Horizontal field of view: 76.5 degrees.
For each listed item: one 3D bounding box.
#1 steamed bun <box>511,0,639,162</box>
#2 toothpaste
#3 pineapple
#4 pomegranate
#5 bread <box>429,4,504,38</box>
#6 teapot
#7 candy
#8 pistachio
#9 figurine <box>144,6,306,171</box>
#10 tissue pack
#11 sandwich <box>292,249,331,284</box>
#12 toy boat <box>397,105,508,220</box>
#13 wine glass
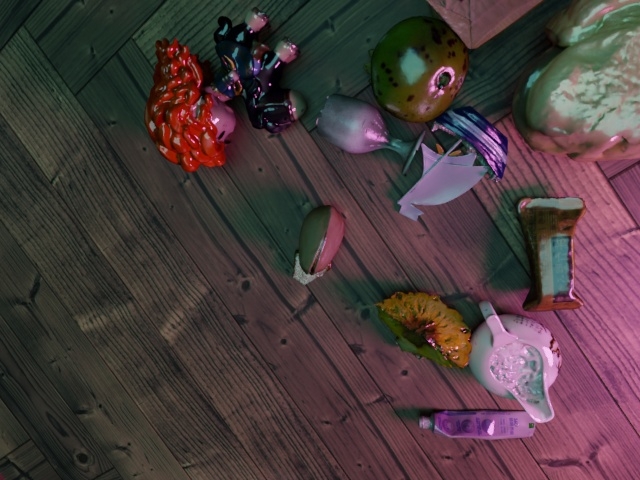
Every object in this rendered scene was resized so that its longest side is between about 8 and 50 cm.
[{"bbox_3d":[0.573,-0.323,0.777,0.324,0.230,0.372,26,106,16],"label":"steamed bun"},{"bbox_3d":[0.415,0.489,1.083,0.301,0.048,0.075,-1,74,7],"label":"toothpaste"},{"bbox_3d":[0.273,0.228,1.041,0.250,0.140,0.164,30,150,28],"label":"pineapple"},{"bbox_3d":[0.193,-0.368,0.872,0.211,0.263,0.211,-16,127,-22],"label":"pomegranate"},{"bbox_3d":[0.311,-0.515,0.886,0.139,0.060,0.178,-16,98,15],"label":"bread"},{"bbox_3d":[0.454,0.271,0.976,0.208,0.166,0.300,-29,104,29],"label":"teapot"},{"bbox_3d":[0.534,0.030,0.934,0.143,0.101,0.271,-4,95,20],"label":"candy"},{"bbox_3d":[0.000,0.000,1.030,0.108,0.126,0.185,18,84,-14],"label":"pistachio"},{"bbox_3d":[-0.228,-0.357,0.981,0.411,0.241,0.306,-21,121,-1],"label":"figurine"},{"bbox_3d":[0.350,-0.526,0.729,0.167,0.200,0.275,42,68,-13],"label":"tissue pack"},{"bbox_3d":[-0.023,0.075,1.101,0.105,0.036,0.093,4,102,11],"label":"sandwich"},{"bbox_3d":[0.294,-0.157,0.958,0.220,0.067,0.291,35,114,-13],"label":"toy boat"},{"bbox_3d":[0.116,-0.252,0.955,0.241,0.126,0.126,24,106,4],"label":"wine glass"}]
